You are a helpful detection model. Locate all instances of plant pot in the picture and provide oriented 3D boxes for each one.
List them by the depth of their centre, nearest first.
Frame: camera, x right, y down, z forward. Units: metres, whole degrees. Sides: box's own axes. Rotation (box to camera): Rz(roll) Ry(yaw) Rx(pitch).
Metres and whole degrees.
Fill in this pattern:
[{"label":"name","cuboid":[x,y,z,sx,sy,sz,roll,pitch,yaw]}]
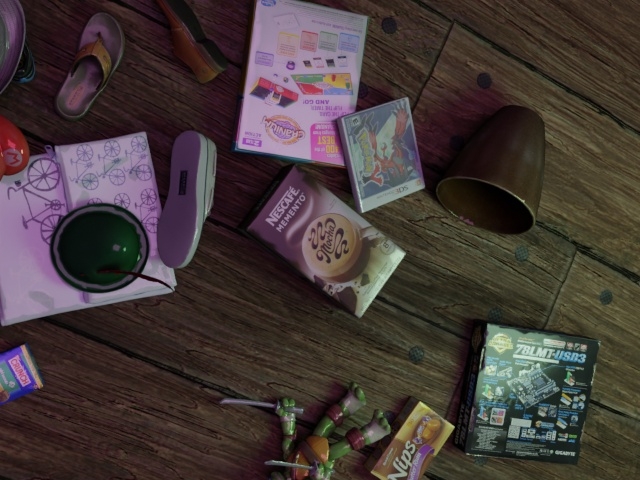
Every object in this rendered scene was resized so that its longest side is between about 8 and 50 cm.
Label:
[{"label":"plant pot","cuboid":[0.389,-0.165,1.611,0.215,0.215,0.231,33,70,-15]}]

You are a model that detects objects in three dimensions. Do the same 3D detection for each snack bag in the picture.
[{"label":"snack bag","cuboid":[-0.472,-0.025,1.447,0.342,0.037,0.323,-11,96,-15]}]

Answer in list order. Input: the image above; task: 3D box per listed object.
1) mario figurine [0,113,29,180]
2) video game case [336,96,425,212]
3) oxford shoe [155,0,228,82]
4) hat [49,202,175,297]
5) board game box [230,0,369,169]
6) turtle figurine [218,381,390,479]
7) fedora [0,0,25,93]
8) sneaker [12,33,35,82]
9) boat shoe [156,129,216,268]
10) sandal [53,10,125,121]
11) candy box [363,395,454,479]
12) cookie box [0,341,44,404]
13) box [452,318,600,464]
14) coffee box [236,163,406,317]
[{"label":"mario figurine","cuboid":[-0.667,-0.142,1.296,0.320,0.198,0.170,-2,85,-5]},{"label":"video game case","cuboid":[0.130,-0.180,1.575,0.183,0.023,0.202,-23,107,-31]},{"label":"oxford shoe","cuboid":[-0.271,-0.402,1.473,0.076,0.076,0.212,-32,91,28]},{"label":"hat","cuboid":[-0.382,0.019,1.361,0.208,0.183,0.173,-6,95,-16]},{"label":"board game box","cuboid":[-0.042,-0.319,1.539,0.242,0.064,0.317,8,90,-16]},{"label":"turtle figurine","cuboid":[-0.011,0.386,1.514,0.266,0.197,0.275,-32,104,-16]},{"label":"fedora","cuboid":[-0.653,-0.342,1.293,0.243,0.124,0.275,41,103,-3]},{"label":"sneaker","cuboid":[-0.570,-0.383,1.380,0.067,0.078,0.188,-20,97,-14]},{"label":"boat shoe","cuboid":[-0.252,-0.076,1.480,0.096,0.088,0.268,0,83,27]},{"label":"sandal","cuboid":[-0.438,-0.329,1.429,0.090,0.060,0.219,30,85,-15]},{"label":"candy box","cuboid":[0.193,0.448,1.647,0.109,0.053,0.187,39,81,-14]},{"label":"cookie box","cuboid":[-0.589,0.254,1.423,0.107,0.040,0.092,-23,98,-14]},{"label":"box","cuboid":[0.466,0.344,1.709,0.295,0.073,0.294,9,89,-16]},{"label":"coffee box","cuboid":[0.000,0.000,1.537,0.297,0.119,0.168,38,83,-14]}]
